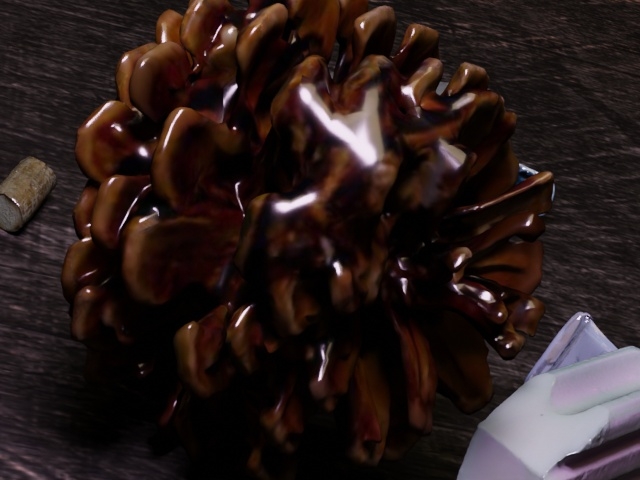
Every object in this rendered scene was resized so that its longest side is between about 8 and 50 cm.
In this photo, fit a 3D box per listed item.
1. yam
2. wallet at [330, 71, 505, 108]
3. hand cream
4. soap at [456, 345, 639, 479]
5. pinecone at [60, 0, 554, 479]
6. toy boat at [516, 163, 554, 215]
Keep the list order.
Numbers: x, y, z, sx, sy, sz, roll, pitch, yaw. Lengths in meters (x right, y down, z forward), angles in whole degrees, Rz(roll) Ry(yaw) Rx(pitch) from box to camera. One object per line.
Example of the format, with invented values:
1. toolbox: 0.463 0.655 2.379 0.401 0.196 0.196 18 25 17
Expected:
1. yam: -0.269 -0.043 1.654 0.043 0.043 0.094 22 31 3
2. wallet: 0.032 -0.088 1.845 0.252 0.083 0.360 12 29 13
3. hand cream: 0.295 0.168 1.610 0.256 0.088 0.055 40 10 26
4. soap: 0.200 0.177 1.473 0.091 0.145 0.230 29 24 34
5. pinecone: 0.000 0.000 1.407 0.397 0.398 0.398 15 29 -9
6. toy boat: 0.179 -0.060 1.938 0.137 0.060 0.061 18 11 1
